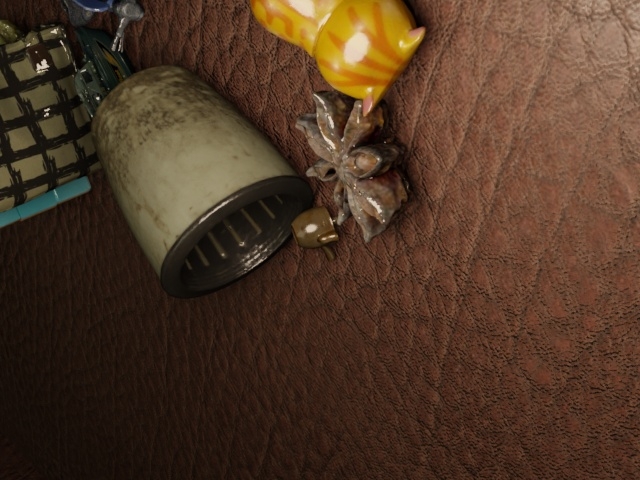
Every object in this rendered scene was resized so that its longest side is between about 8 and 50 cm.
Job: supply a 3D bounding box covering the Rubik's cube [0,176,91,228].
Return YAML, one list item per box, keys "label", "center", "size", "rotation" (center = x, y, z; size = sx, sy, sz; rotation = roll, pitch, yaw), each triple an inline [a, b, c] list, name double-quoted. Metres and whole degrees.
- label: "Rubik's cube"
  center: [-0.754, -0.186, 2.056]
  size: [0.291, 0.292, 0.290]
  rotation: [-2, 110, 47]

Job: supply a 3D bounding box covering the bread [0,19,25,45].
- label: "bread"
  center: [-0.705, -0.442, 2.010]
  size: [0.110, 0.156, 0.103]
  rotation: [-33, 94, 19]

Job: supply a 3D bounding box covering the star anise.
- label: "star anise"
  center: [0.065, -0.120, 1.353]
  size: [0.223, 0.109, 0.236]
  rotation: [64, 159, 9]

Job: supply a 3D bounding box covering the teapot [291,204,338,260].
- label: "teapot"
  center: [0.000, 0.000, 1.521]
  size: [0.085, 0.080, 0.110]
  rotation: [-119, 13, -49]

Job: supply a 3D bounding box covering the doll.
- label: "doll"
  center: [0.019, -0.312, 1.247]
  size: [0.269, 0.162, 0.166]
  rotation: [39, 122, 10]

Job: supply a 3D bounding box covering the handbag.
- label: "handbag"
  center: [-0.623, -0.250, 1.847]
  size: [0.162, 0.325, 0.327]
  rotation: [12, 121, 41]

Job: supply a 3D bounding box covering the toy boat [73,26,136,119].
- label: "toy boat"
  center: [-0.402, -0.290, 1.747]
  size: [0.296, 0.122, 0.114]
  rotation: [60, 165, 6]

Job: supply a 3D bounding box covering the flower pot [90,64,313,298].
- label: "flower pot"
  center: [-0.224, -0.111, 1.534]
  size: [0.330, 0.293, 0.293]
  rotation: [50, 140, 20]

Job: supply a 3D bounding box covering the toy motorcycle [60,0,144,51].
- label: "toy motorcycle"
  center: [-0.391, -0.511, 1.597]
  size: [0.212, 0.125, 0.358]
  rotation: [41, 138, 20]
